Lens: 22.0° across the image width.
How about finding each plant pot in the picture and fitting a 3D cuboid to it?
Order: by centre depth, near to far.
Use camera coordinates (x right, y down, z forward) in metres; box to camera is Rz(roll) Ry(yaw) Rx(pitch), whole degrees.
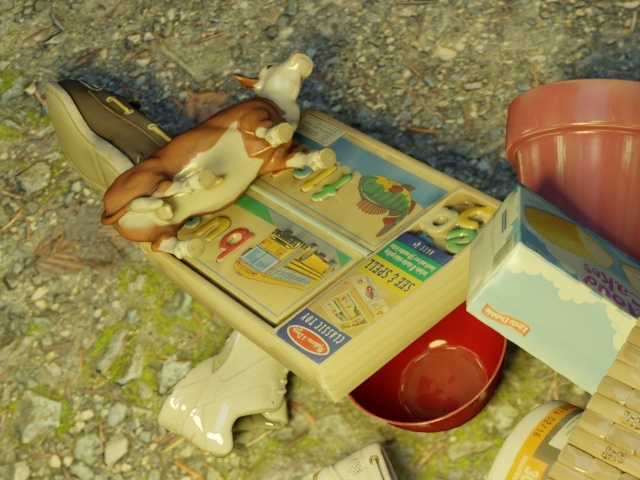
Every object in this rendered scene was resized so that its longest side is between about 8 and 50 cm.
[{"bbox_3d":[0.289,-0.051,1.716,0.201,0.201,0.180,-1,74,21],"label":"plant pot"}]

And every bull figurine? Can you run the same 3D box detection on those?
[{"bbox_3d":[-0.100,-0.094,1.828,0.310,0.101,0.188,-39,26,-16],"label":"bull figurine"}]

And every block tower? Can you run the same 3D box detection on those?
[{"bbox_3d":[0.283,0.162,1.411,0.091,0.097,0.335,26,78,31],"label":"block tower"}]

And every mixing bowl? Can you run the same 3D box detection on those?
[{"bbox_3d":[0.116,0.130,1.710,0.181,0.098,0.181,-10,55,15],"label":"mixing bowl"}]

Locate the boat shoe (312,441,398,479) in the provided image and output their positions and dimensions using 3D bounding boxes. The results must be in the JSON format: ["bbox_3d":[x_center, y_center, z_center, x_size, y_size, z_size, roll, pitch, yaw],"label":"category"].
[{"bbox_3d":[0.097,0.298,1.605,0.096,0.098,0.277,-37,51,-4],"label":"boat shoe"}]

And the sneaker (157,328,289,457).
[{"bbox_3d":[-0.067,0.149,1.794,0.115,0.090,0.232,41,65,7],"label":"sneaker"}]

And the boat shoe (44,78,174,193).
[{"bbox_3d":[-0.248,-0.124,2.011,0.097,0.116,0.324,-24,34,-18],"label":"boat shoe"}]

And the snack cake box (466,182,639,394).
[{"bbox_3d":[0.269,0.074,1.564,0.089,0.264,0.152,-53,9,22],"label":"snack cake box"}]

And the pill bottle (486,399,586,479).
[{"bbox_3d":[0.299,0.268,1.504,0.278,0.162,0.162,24,69,32],"label":"pill bottle"}]

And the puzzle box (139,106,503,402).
[{"bbox_3d":[0.000,0.000,1.782,0.272,0.052,0.409,-38,36,-16],"label":"puzzle box"}]
